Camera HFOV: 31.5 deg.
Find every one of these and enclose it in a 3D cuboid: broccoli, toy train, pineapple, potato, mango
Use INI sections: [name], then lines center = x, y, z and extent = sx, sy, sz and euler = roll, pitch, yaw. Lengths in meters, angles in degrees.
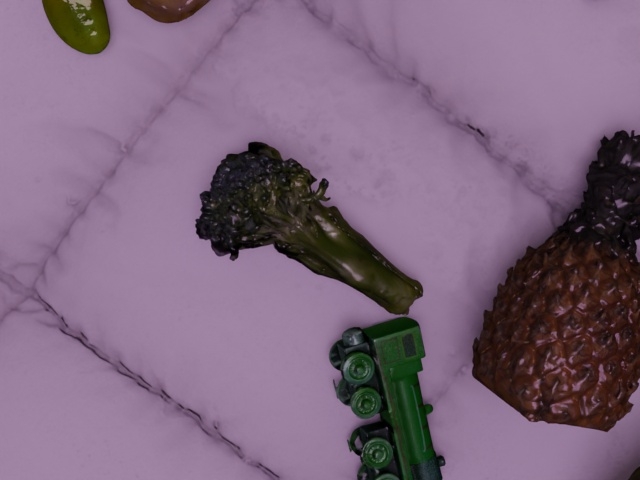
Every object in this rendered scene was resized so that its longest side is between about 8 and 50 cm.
[broccoli]
center = -0.004, 0.004, 1.389
extent = 0.304, 0.165, 0.145
euler = 31, 92, -16
[toy train]
center = 0.090, 0.222, 1.450
extent = 0.119, 0.085, 0.251
euler = -17, 104, -12
[pineapple]
center = 0.316, 0.042, 1.364
extent = 0.202, 0.202, 0.361
euler = 18, 89, -3
[potato]
center = -0.157, -0.333, 1.343
extent = 0.107, 0.080, 0.170
euler = 39, 94, -5
[mango]
center = -0.292, -0.275, 1.368
extent = 0.073, 0.056, 0.108
euler = -26, 102, 11

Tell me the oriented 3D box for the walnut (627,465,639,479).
[walnut]
center = 0.487, 0.364, 1.369
extent = 0.277, 0.282, 0.253
euler = -29, 131, -11
